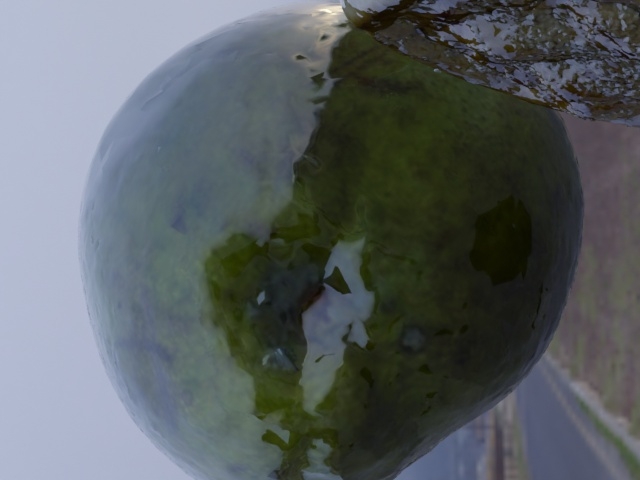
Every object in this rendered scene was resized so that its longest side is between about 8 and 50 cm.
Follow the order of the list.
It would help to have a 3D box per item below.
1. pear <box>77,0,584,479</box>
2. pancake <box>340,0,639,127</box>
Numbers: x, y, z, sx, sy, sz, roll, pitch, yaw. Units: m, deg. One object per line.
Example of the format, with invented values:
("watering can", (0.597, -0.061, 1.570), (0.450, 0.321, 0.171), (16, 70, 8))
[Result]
("pear", (0.000, 0.000, 0.984), (0.413, 0.352, 0.351), (-87, -7, -76))
("pancake", (0.082, -0.072, 0.505), (0.158, 0.158, 0.028), (56, -136, -77))
